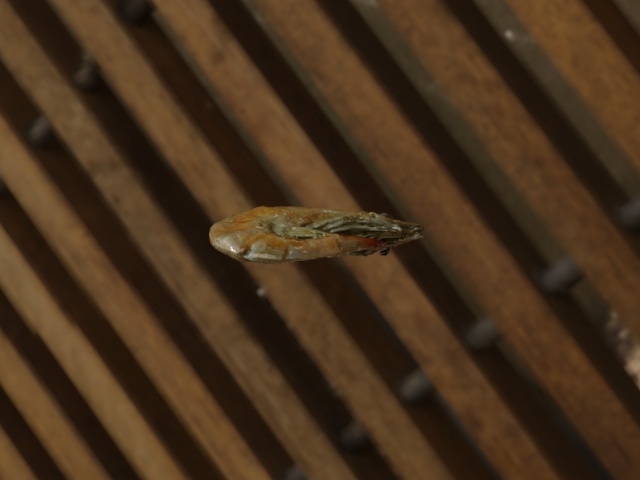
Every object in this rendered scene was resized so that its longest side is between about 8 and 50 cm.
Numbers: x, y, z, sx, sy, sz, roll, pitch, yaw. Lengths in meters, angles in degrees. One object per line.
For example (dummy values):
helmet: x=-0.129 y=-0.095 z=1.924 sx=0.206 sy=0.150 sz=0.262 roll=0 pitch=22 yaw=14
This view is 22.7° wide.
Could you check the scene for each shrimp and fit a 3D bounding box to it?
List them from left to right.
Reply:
shrimp: x=0.000 y=0.000 z=1.301 sx=0.190 sy=0.042 sz=0.101 roll=-3 pitch=21 yaw=-26
